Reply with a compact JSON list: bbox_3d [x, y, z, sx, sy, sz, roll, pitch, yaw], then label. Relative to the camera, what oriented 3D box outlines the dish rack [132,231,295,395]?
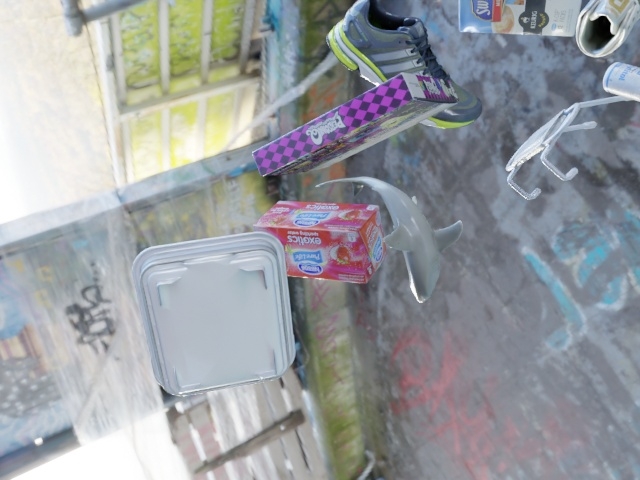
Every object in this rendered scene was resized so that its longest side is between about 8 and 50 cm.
[{"bbox_3d":[-0.193,0.157,1.290,0.072,0.285,0.333,-112,16,-62],"label":"dish rack"}]

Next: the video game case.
[{"bbox_3d":[0.054,-0.155,0.929,0.232,0.210,0.042,-23,89,28],"label":"video game case"}]

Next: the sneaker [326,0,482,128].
[{"bbox_3d":[0.155,-0.304,1.161,0.300,0.111,0.121,34,140,-2],"label":"sneaker"}]

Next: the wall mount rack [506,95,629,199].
[{"bbox_3d":[0.623,-0.259,1.721,0.130,0.304,0.350,39,168,0],"label":"wall mount rack"}]

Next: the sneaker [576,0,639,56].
[{"bbox_3d":[0.514,-0.417,1.083,0.108,0.169,0.292,35,155,12],"label":"sneaker"}]

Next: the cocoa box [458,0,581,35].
[{"bbox_3d":[0.398,-0.602,1.314,0.231,0.227,0.347,70,-149,-59],"label":"cocoa box"}]

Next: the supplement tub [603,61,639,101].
[{"bbox_3d":[0.704,-0.357,1.537,0.107,0.071,0.071,35,141,46],"label":"supplement tub"}]

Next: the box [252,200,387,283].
[{"bbox_3d":[0.000,0.000,1.467,0.256,0.122,0.128,5,122,29],"label":"box"}]

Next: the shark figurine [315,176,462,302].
[{"bbox_3d":[0.122,-0.031,1.170,0.278,0.116,0.166,54,137,11],"label":"shark figurine"}]
